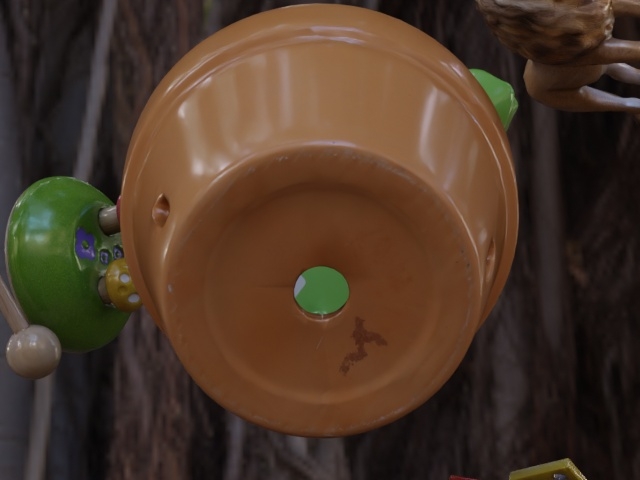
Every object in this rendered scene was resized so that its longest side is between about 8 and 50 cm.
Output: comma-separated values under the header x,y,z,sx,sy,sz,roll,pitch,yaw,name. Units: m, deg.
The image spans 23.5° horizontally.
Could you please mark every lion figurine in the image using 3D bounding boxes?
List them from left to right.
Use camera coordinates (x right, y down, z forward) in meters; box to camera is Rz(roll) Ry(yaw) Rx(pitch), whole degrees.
x,y,z,sx,sy,sz,roll,pitch,yaw,name
0.311,-0.232,1.907,0.240,0.142,0.392,2,-25,9,lion figurine

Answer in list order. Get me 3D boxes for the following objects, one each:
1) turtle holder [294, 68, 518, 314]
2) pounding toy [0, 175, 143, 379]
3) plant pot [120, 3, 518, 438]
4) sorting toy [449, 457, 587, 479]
x,y,z,sx,sy,sz,roll,pitch,yaw,name
0.030,-0.015,1.420,0.243,0.320,0.227,9,-7,39,turtle holder
-0.227,0.023,1.527,0.110,0.183,0.237,-13,10,29,pounding toy
0.000,0.000,1.042,0.291,0.291,0.203,-4,18,1,plant pot
0.128,0.223,1.149,0.132,0.046,0.274,29,-44,-16,sorting toy
